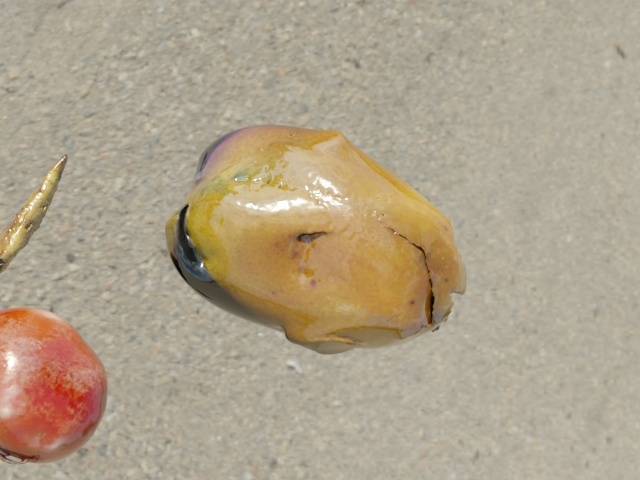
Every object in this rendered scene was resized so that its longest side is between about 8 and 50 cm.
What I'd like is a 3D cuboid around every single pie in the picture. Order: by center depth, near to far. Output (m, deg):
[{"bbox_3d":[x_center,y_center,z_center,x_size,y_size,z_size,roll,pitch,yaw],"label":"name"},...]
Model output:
[{"bbox_3d":[-0.352,-0.021,1.131,0.034,0.092,0.170,31,55,-12],"label":"pie"}]

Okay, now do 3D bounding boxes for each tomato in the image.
[{"bbox_3d":[-0.326,0.161,1.074,0.151,0.187,0.187,-34,114,-9],"label":"tomato"}]

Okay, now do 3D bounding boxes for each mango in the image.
[{"bbox_3d":[0.000,0.000,0.917,0.287,0.152,0.201,29,105,-4],"label":"mango"}]
